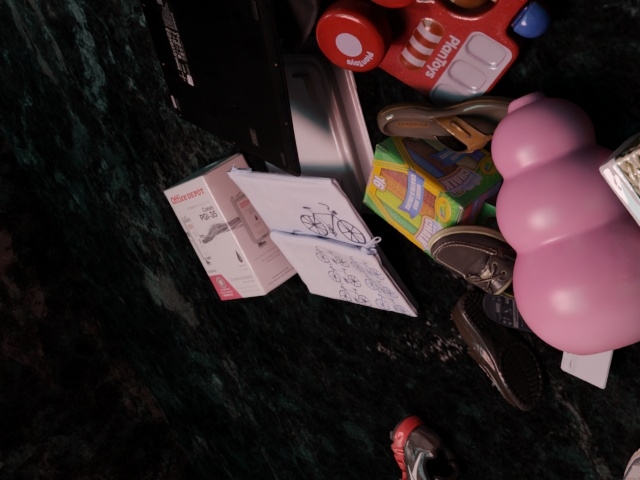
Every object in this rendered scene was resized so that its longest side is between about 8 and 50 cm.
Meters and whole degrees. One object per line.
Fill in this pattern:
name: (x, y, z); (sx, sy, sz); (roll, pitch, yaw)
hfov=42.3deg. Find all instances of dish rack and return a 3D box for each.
dish rack: (-0.034, -0.191, 1.478); (0.285, 0.072, 0.333); (11, 128, 47)

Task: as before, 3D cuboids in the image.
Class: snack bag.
snack bag: (0.000, 0.000, 1.549); (0.323, 0.037, 0.342); (11, 143, 49)

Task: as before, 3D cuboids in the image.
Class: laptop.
laptop: (-0.150, -0.372, 1.293); (0.408, 0.236, 0.382); (29, 154, 23)

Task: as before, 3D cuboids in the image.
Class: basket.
basket: (0.425, -0.060, 0.948); (0.167, 0.113, 0.103); (54, 140, 2)

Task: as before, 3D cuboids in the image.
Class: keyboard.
keyboard: (0.396, 0.097, 1.187); (0.072, 0.014, 0.256); (20, 125, 32)

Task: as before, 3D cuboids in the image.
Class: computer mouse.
computer mouse: (0.359, 0.115, 1.271); (0.242, 0.041, 0.071); (15, 120, 38)

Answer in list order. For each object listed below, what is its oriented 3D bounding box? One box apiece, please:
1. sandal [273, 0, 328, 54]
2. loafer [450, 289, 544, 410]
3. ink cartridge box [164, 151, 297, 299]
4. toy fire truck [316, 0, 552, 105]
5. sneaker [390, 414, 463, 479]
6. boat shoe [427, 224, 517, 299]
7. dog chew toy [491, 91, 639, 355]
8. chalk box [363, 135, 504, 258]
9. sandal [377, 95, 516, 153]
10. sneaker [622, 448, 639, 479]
sandal: (-0.020, -0.371, 1.102); (0.107, 0.167, 0.446); (31, 177, -5)
loafer: (0.294, 0.183, 1.382); (0.220, 0.080, 0.078); (60, 157, 4)
ink cartridge box: (-0.192, -0.025, 1.782); (0.207, 0.117, 0.283); (-12, 109, 56)
toy fire truck: (0.157, -0.308, 1.072); (0.254, 0.169, 0.302); (30, 147, -4)
sneaker: (0.229, 0.493, 1.704); (0.135, 0.097, 0.276); (19, 131, 47)
boat shoe: (0.256, 0.042, 1.184); (0.080, 0.223, 0.073); (-48, 34, 41)
dog chew toy: (0.318, -0.028, 1.051); (0.206, 0.206, 0.332); (-28, 82, 57)
chalk box: (0.190, -0.067, 1.235); (0.213, 0.132, 0.132); (40, 144, 24)
sandal: (0.186, -0.154, 1.150); (0.219, 0.060, 0.090); (2, 156, 10)
sneaker: (0.509, 0.356, 1.199); (0.110, 0.122, 0.283); (47, 146, 15)
